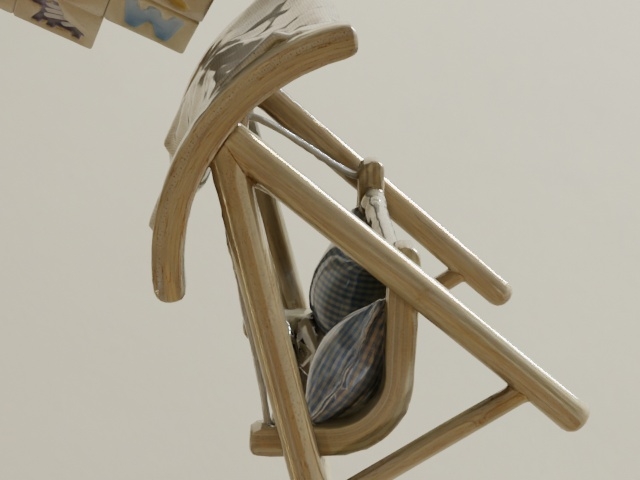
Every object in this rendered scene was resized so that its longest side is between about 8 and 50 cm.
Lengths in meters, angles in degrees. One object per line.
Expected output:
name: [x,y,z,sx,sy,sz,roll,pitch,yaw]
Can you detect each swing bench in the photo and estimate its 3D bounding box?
swing bench: [0.000,0.000,0.946,0.165,0.253,0.255,-31,-77,6]

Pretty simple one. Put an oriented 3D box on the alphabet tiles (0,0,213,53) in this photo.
alphabet tiles: [-0.185,-0.206,0.954,0.285,0.342,0.011,24,-109,-9]
